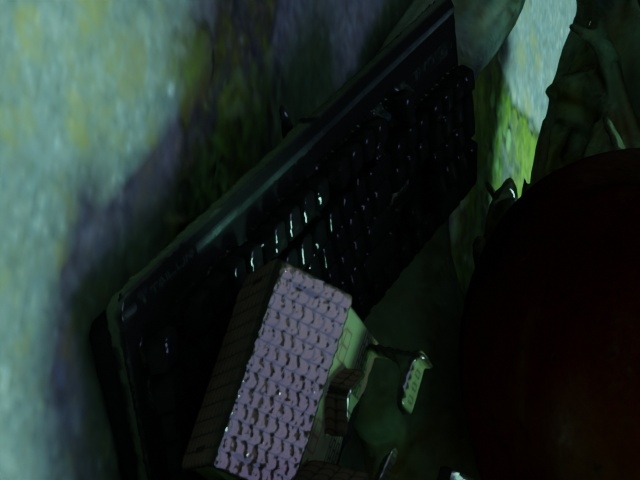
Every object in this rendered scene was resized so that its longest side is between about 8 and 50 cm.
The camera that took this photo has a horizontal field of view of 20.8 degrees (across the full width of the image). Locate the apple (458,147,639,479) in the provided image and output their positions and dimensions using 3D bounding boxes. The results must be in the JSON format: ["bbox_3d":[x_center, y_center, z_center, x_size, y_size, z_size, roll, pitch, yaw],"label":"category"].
[{"bbox_3d":[0.157,0.055,0.610,0.234,0.234,0.234,0,90,-70],"label":"apple"}]

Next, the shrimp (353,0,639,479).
[{"bbox_3d":[0.088,-0.017,0.762,0.247,0.085,0.360,58,41,-36],"label":"shrimp"}]

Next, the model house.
[{"bbox_3d":[-0.006,0.055,0.469,0.058,0.057,0.083,57,50,-61],"label":"model house"}]

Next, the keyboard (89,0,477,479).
[{"bbox_3d":[0.000,0.000,0.557,0.230,0.025,0.093,-47,137,-50],"label":"keyboard"}]

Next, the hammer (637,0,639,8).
[{"bbox_3d":[0.146,-0.173,0.796,0.168,0.044,0.440,-30,102,-62],"label":"hammer"}]

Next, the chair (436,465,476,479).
[{"bbox_3d":[0.039,0.114,0.505,0.101,0.212,0.084,27,77,-45],"label":"chair"}]
